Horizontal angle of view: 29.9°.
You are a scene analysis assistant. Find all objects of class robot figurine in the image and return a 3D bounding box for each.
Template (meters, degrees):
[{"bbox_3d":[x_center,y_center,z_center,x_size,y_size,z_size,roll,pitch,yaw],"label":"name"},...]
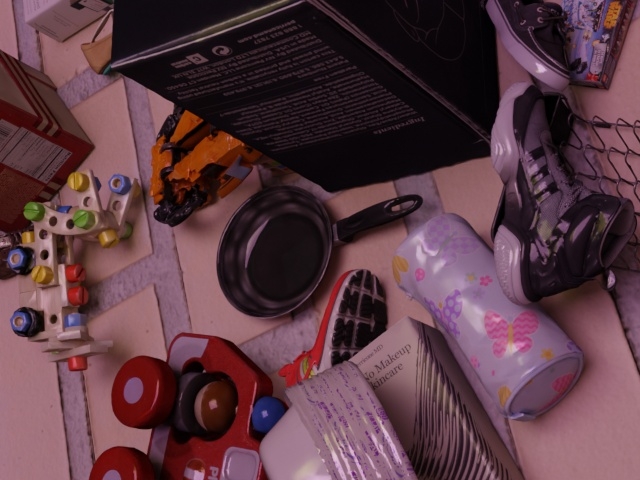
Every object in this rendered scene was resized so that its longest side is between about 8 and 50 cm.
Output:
[{"bbox_3d":[-0.165,-0.137,1.773,0.291,0.085,0.211,-33,50,49],"label":"robot figurine"}]

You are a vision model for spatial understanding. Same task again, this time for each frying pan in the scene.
[{"bbox_3d":[-0.014,-0.021,1.694,0.326,0.053,0.197,-38,57,16],"label":"frying pan"}]

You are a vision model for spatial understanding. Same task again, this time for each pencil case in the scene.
[{"bbox_3d":[0.199,0.090,1.466,0.124,0.113,0.273,-41,55,4],"label":"pencil case"}]

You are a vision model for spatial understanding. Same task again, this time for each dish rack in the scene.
[{"bbox_3d":[0.358,-0.060,1.436,0.271,0.074,0.208,12,81,37],"label":"dish rack"}]

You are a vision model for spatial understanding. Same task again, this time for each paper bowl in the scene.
[{"bbox_3d":[0.029,0.294,1.387,0.148,0.284,0.284,-23,57,-8],"label":"paper bowl"}]

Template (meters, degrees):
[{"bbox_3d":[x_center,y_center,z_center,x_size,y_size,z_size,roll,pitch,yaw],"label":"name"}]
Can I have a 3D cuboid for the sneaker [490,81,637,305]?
[{"bbox_3d":[0.284,-0.060,1.386,0.153,0.101,0.268,-5,75,29],"label":"sneaker"}]

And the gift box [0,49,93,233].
[{"bbox_3d":[-0.578,-0.204,2.018,0.255,0.276,0.258,-45,53,7],"label":"gift box"}]

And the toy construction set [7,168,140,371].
[{"bbox_3d":[-0.386,0.058,1.873,0.215,0.151,0.328,-11,63,21],"label":"toy construction set"}]

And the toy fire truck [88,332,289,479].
[{"bbox_3d":[-0.150,0.280,1.599,0.254,0.169,0.302,4,76,38],"label":"toy fire truck"}]

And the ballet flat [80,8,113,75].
[{"bbox_3d":[-0.313,-0.370,2.000,0.232,0.080,0.073,-39,94,18],"label":"ballet flat"}]

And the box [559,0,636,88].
[{"bbox_3d":[0.345,-0.267,1.548,0.094,0.027,0.137,15,82,39],"label":"box"}]

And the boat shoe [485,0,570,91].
[{"bbox_3d":[0.278,-0.274,1.534,0.076,0.080,0.228,-53,26,26],"label":"boat shoe"}]

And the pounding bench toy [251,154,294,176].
[{"bbox_3d":[-0.053,-0.134,1.752,0.083,0.065,0.052,-10,68,31],"label":"pounding bench toy"}]

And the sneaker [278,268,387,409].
[{"bbox_3d":[-0.001,0.164,1.589,0.118,0.107,0.279,9,77,44],"label":"sneaker"}]

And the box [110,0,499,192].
[{"bbox_3d":[-0.001,-0.376,1.546,0.297,0.472,0.480,-13,67,32],"label":"box"}]

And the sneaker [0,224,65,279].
[{"bbox_3d":[-0.503,0.014,2.007,0.188,0.071,0.066,-29,59,24],"label":"sneaker"}]

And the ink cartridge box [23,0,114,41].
[{"bbox_3d":[-0.416,-0.476,2.109,0.219,0.092,0.160,-26,61,26],"label":"ink cartridge box"}]

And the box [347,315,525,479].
[{"bbox_3d":[0.146,0.236,1.464,0.113,0.094,0.275,-40,56,16],"label":"box"}]
